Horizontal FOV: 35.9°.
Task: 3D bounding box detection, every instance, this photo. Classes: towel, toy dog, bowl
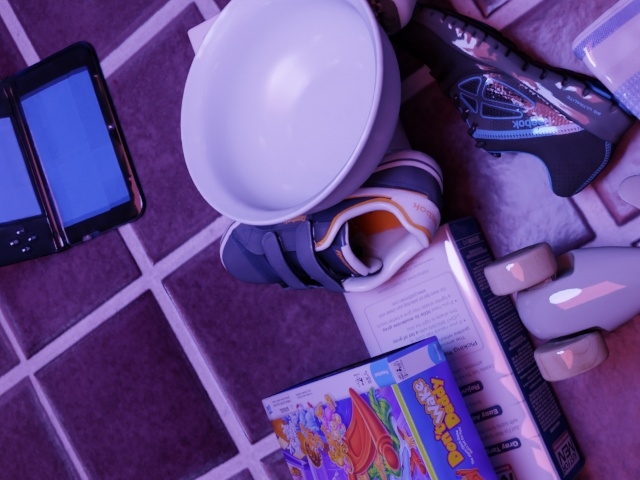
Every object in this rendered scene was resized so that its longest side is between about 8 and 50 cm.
[{"bbox_3d":[0.439,-0.189,1.069,0.209,0.034,0.285,-40,67,2],"label":"towel"},{"bbox_3d":[0.360,0.038,1.142,0.333,0.161,0.220,-4,100,12],"label":"toy dog"},{"bbox_3d":[-0.013,-0.153,1.141,0.298,0.134,0.298,-10,75,38],"label":"bowl"}]

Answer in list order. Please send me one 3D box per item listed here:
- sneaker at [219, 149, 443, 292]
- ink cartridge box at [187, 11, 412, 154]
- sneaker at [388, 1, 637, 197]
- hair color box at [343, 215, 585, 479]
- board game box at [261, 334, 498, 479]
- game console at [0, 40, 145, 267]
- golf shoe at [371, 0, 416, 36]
[{"bbox_3d":[0.000,0.000,1.213,0.321,0.127,0.126,-24,129,28],"label":"sneaker"},{"bbox_3d":[-0.028,-0.189,1.307,0.207,0.117,0.283,-23,85,26],"label":"ink cartridge box"},{"bbox_3d":[0.200,-0.180,1.195,0.341,0.125,0.140,35,114,21],"label":"sneaker"},{"bbox_3d":[0.175,0.163,1.250,0.174,0.105,0.347,-26,84,29],"label":"hair color box"},{"bbox_3d":[0.069,0.269,1.233,0.347,0.078,0.233,-32,80,58],"label":"board game box"},{"bbox_3d":[-0.447,-0.128,1.495,0.173,0.250,0.293,-25,83,53],"label":"game console"},{"bbox_3d":[0.114,-0.355,1.168,0.120,0.105,0.273,-1,55,15],"label":"golf shoe"}]
